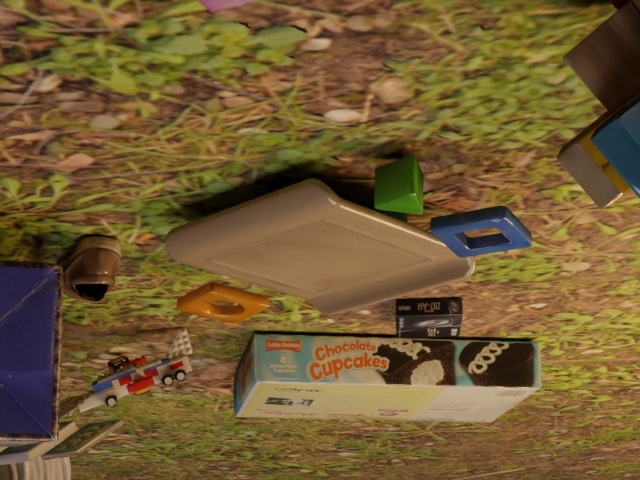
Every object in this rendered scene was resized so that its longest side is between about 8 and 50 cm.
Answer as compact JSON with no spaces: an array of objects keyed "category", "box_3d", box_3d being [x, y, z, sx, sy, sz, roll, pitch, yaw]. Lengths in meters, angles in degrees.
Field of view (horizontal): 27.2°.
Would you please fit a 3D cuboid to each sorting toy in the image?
[{"category":"sorting toy","box_3d":[0.000,0.000,1.078,0.347,0.047,0.196,-18,150,39]}]

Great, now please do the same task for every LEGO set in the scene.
[{"category":"LEGO set","box_3d":[-0.248,0.161,1.382,0.182,0.060,0.244,-12,-169,33]}]

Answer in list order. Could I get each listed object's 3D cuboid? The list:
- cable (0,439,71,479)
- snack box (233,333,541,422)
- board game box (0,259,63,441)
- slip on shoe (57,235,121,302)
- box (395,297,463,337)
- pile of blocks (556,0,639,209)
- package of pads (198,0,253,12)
[{"category":"cable","box_3d":[-0.414,0.276,1.521,0.257,0.257,0.089,12,162,-39]},{"category":"snack box","box_3d":[0.070,0.161,1.515,0.321,0.060,0.187,3,160,-10]},{"category":"board game box","box_3d":[-0.353,0.103,1.128,0.232,0.141,0.291,4,170,-18]},{"category":"slip on shoe","box_3d":[-0.205,0.036,1.170,0.051,0.041,0.135,7,159,-22]},{"category":"box","box_3d":[0.110,0.080,1.348,0.067,0.018,0.083,-1,161,2]},{"category":"pile of blocks","box_3d":[0.190,-0.116,0.625,0.149,0.113,0.362,-39,178,-31]},{"category":"package of pads","box_3d":[-0.035,-0.146,0.672,0.083,0.032,0.050,-10,160,24]}]
